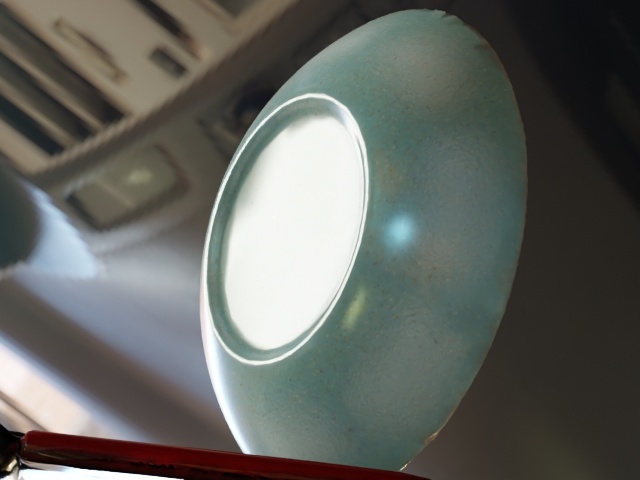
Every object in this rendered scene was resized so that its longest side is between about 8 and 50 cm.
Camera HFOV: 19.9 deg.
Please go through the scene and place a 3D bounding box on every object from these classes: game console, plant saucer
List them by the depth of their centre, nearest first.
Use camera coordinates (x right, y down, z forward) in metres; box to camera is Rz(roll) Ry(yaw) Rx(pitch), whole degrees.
[{"bbox_3d":[-0.051,0.080,0.364,0.085,0.124,0.144,37,166,5],"label":"game console"},{"bbox_3d":[0.000,0.000,0.693,0.037,0.195,0.195,16,-179,-33],"label":"plant saucer"}]
